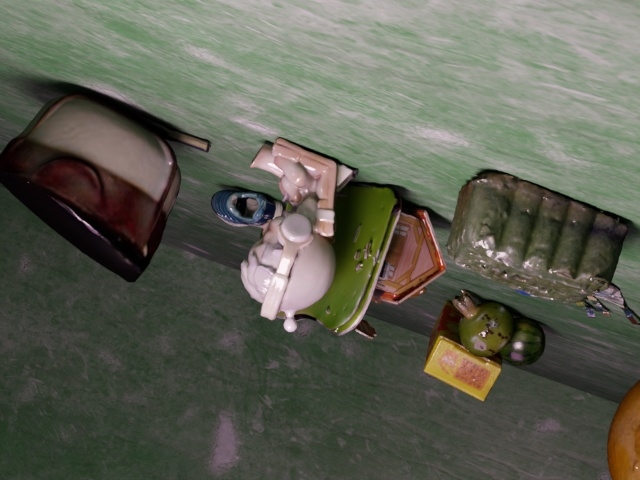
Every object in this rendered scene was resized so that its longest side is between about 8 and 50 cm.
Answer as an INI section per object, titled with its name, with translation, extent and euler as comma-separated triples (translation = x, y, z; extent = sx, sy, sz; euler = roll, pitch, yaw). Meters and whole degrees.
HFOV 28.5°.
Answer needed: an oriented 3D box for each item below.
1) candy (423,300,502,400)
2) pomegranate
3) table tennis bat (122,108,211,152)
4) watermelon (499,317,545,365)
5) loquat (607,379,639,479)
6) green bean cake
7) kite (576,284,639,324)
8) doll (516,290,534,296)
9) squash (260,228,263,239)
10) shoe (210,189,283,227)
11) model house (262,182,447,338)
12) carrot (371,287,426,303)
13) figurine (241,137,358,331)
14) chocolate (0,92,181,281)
[candy]
translation = 0.298, 0.223, 2.599
extent = 0.146, 0.088, 0.276
euler = 25, -165, 1
[pomegranate]
translation = 0.308, 0.157, 2.433
extent = 0.142, 0.114, 0.114
euler = 48, 166, -13
[table tennis bat]
translation = -0.233, -0.161, 1.847
extent = 0.158, 0.014, 0.095
euler = 20, 172, 16
[watermelon]
translation = 0.394, 0.202, 2.500
extent = 0.109, 0.109, 0.109
euler = 20, 173, 2
[loquat]
translation = 0.644, 0.361, 2.127
extent = 0.328, 0.328, 0.328
euler = 20, 173, 2
[green bean cake]
translation = 0.234, 0.002, 1.411
extent = 0.181, 0.094, 0.173
euler = 20, 173, -1
[kite]
translation = 0.411, 0.087, 1.903
extent = 0.169, 0.015, 0.310
euler = 14, 170, 39
[doll]
translation = 0.296, 0.040, 1.670
extent = 0.096, 0.070, 0.195
euler = -10, 180, -20
[squash]
translation = -0.001, -0.002, 2.136
extent = 0.082, 0.082, 0.292
euler = 26, 169, -41
[shoe]
translation = -0.135, -0.058, 2.170
extent = 0.143, 0.064, 0.071
euler = 13, 171, 34
[model house]
translation = 0.058, 0.037, 1.763
extent = 0.154, 0.207, 0.294
euler = 20, 175, -28
[carrot]
translation = 0.094, 0.080, 2.559
extent = 0.263, 0.102, 0.102
euler = 11, 170, 26
[figurine]
translation = -0.042, -0.004, 1.630
extent = 0.141, 0.237, 0.162
euler = 13, 176, -1
[chocolate]
translation = -0.313, -0.092, 1.815
extent = 0.283, 0.186, 0.283
euler = 36, 167, 10
